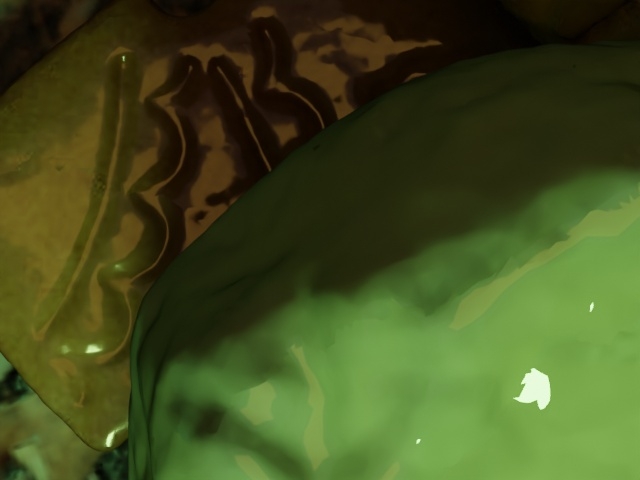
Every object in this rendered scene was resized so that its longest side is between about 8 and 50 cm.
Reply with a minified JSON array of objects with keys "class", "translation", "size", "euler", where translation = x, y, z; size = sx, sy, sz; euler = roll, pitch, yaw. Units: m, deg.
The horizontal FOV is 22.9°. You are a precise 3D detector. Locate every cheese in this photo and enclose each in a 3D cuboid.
[{"class":"cheese","translation":[0.091,0.095,0.505],"size":[0.318,0.115,0.326],"euler":[-44,121,5]}]

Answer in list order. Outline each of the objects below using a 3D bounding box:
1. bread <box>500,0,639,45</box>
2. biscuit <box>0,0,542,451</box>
[{"class":"bread","translation":[0.137,-0.165,0.540],"size":[0.240,0.139,0.240],"euler":[8,69,-22]},{"class":"biscuit","translation":[0.000,0.000,0.580],"size":[0.306,0.043,0.284],"euler":[2,90,-11]}]
